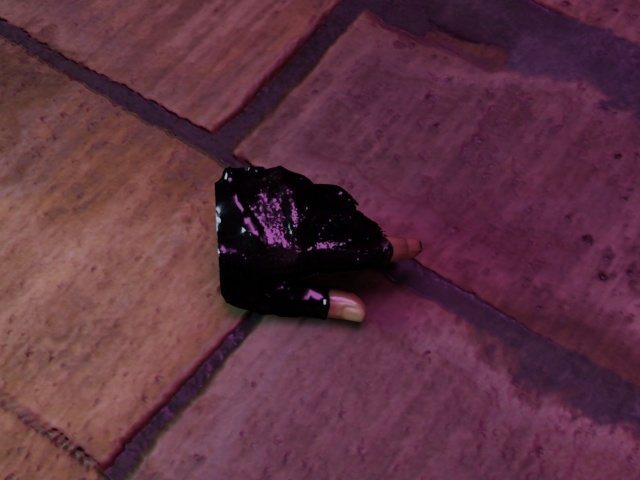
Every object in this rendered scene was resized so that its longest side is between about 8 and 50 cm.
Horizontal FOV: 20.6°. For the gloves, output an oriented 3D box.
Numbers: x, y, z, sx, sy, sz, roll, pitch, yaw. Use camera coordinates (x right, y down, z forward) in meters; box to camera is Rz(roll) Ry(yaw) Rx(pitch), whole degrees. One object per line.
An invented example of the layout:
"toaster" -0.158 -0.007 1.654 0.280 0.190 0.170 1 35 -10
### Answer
"gloves" 0.000 -0.003 1.545 0.180 0.106 0.129 -4 51 -3
